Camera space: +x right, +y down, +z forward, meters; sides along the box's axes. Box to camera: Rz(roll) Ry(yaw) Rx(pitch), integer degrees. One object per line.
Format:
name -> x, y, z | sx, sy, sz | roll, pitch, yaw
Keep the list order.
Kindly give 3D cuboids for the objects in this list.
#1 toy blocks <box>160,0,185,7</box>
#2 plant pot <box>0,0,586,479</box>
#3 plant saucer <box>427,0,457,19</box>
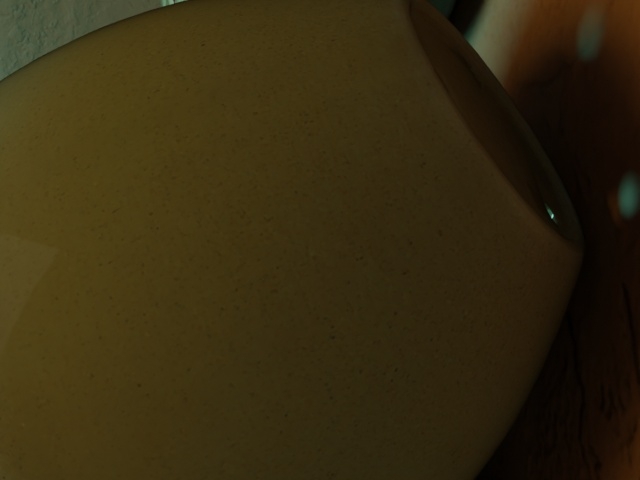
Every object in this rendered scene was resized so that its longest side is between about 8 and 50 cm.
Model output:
toy blocks -> -0.133, -0.314, 1.264 | 0.381, 0.190, 0.261 | 113, 142, -65
plant pot -> 0.000, 0.000, 0.428 | 0.191, 0.284, 0.284 | -34, 42, 21
plant saucer -> 0.046, -0.249, 0.626 | 0.317, 0.043, 0.317 | 178, 90, -79
